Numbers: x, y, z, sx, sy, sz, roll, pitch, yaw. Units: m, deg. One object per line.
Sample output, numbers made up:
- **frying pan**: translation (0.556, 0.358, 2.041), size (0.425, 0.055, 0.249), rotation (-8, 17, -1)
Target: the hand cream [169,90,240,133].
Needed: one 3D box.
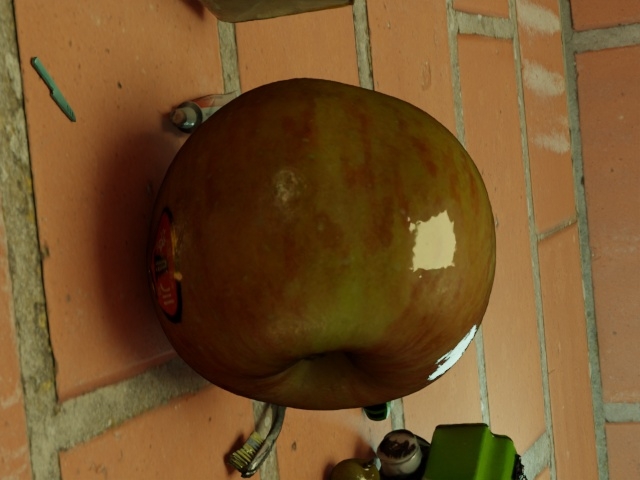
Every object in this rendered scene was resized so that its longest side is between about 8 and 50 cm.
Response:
- **hand cream**: translation (-0.133, -0.156, 1.705), size (0.216, 0.038, 0.052), rotation (-20, 129, -72)

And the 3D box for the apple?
- **apple**: translation (0.000, 0.000, 1.540), size (0.400, 0.400, 0.334), rotation (43, 41, -59)

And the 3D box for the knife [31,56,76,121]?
- **knife**: translation (-0.270, -0.152, 1.406), size (0.091, 0.005, 0.014), rotation (61, 32, -47)

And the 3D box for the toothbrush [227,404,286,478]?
- **toothbrush**: translation (-0.036, 0.188, 1.871), size (0.042, 0.035, 0.413), rotation (45, 33, -7)

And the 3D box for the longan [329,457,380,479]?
- **longan**: translation (0.052, 0.342, 1.996), size (0.083, 0.075, 0.075), rotation (-55, 174, 27)

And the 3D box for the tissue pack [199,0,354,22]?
- **tissue pack**: translation (-0.082, -0.491, 1.624), size (0.293, 0.228, 0.382), rotation (37, 54, -60)

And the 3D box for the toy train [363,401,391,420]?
- **toy train**: translation (0.083, 0.174, 2.145), size (0.042, 0.044, 0.209), rotation (23, 65, -65)

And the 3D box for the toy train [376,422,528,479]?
- **toy train**: translation (0.202, 0.425, 2.131), size (0.173, 0.248, 0.307), rotation (-66, 144, -51)
